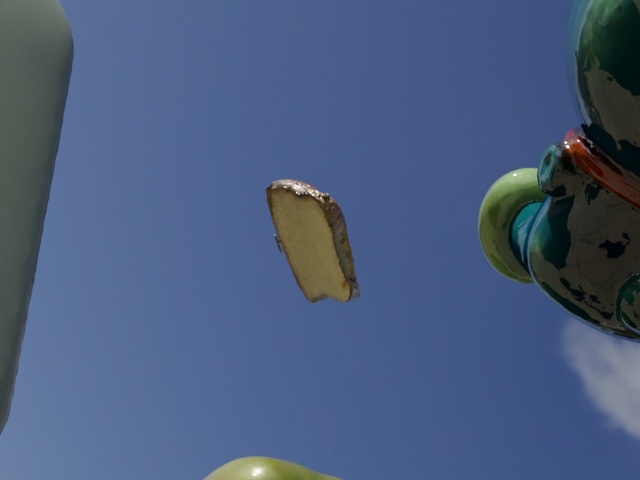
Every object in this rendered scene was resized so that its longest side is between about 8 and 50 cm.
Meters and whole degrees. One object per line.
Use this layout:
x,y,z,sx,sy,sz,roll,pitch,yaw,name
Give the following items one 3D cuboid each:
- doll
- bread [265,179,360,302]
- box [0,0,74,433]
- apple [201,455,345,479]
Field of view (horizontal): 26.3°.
0.222,-0.072,0.762,0.186,0.198,0.322,-97,-156,-63,doll
0.000,0.000,1.331,0.126,0.044,0.129,12,-60,63,bread
-0.310,-0.104,0.697,0.111,0.396,0.396,-29,-51,25,box
-0.031,0.307,1.004,0.279,0.279,0.279,38,-33,30,apple
